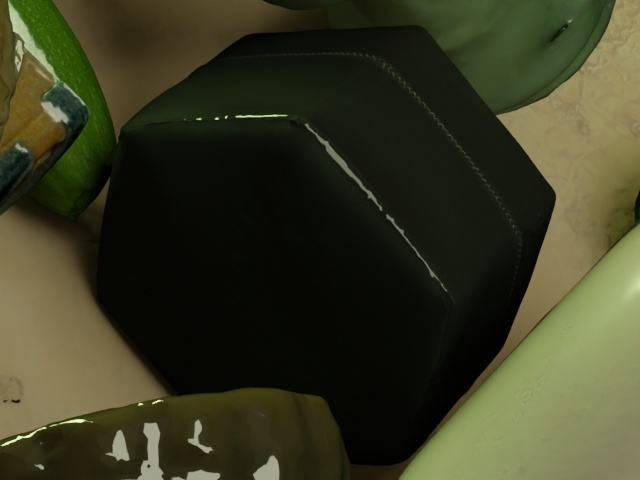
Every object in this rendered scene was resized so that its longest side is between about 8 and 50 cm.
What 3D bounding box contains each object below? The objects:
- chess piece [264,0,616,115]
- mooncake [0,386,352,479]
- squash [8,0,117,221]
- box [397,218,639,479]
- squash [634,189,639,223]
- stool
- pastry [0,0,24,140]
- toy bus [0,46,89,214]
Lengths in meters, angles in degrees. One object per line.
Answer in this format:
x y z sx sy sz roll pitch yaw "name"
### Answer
0.038 -0.178 1.081 0.299 0.195 0.194 7 60 -61 "chess piece"
-0.089 0.156 0.839 0.228 0.228 0.124 1 67 -38 "mooncake"
-0.204 -0.140 1.004 0.292 0.082 0.082 51 46 -6 "squash"
0.161 0.093 0.963 0.141 0.288 0.349 45 11 6 "box"
0.322 -0.006 1.282 0.218 0.172 0.218 14 59 -24 "squash"
0.000 0.000 1.000 0.232 0.232 0.141 50 44 -5 "stool"
-0.256 -0.082 0.674 0.330 0.136 0.329 16 57 -27 "pastry"
-0.264 -0.095 0.896 0.275 0.138 0.167 45 49 -7 "toy bus"
